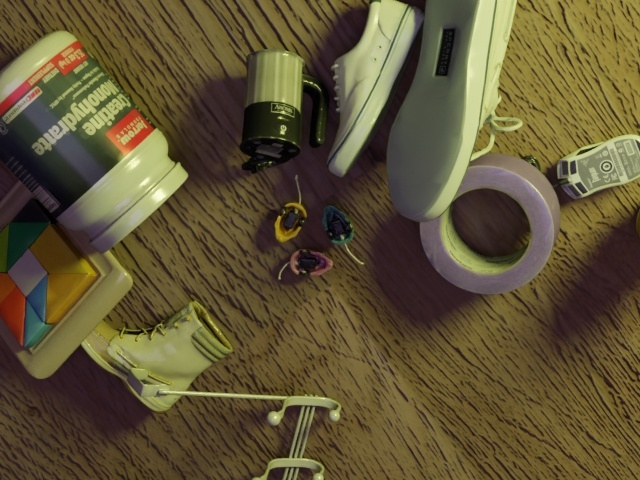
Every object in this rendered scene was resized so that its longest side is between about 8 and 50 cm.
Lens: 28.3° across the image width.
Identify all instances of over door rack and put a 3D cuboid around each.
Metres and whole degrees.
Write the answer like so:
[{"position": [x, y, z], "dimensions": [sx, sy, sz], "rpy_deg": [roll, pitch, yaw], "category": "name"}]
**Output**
[{"position": [-0.145, 0.337, 1.891], "dimensions": [0.324, 0.108, 0.239], "rpy_deg": [10, 107, -16], "category": "over door rack"}]

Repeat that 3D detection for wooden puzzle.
[{"position": [-0.417, 0.049, 1.855], "dimensions": [0.221, 0.044, 0.238], "rpy_deg": [-46, 75, 14], "category": "wooden puzzle"}]

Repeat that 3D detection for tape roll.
[{"position": [0.239, -0.024, 1.787], "dimensions": [0.189, 0.080, 0.188], "rpy_deg": [6, 109, 17], "category": "tape roll"}]

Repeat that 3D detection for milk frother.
[{"position": [-0.072, -0.175, 1.783], "dimensions": [0.143, 0.129, 0.134], "rpy_deg": [-15, 65, 43], "category": "milk frother"}]

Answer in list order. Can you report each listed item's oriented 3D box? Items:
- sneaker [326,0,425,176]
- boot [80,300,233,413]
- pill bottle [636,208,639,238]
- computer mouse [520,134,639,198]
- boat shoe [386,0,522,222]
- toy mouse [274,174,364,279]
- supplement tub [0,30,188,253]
[{"position": [0.057, -0.217, 1.768], "dimensions": [0.091, 0.094, 0.258], "rpy_deg": [26, 98, 7], "category": "sneaker"}, {"position": [-0.254, 0.139, 1.893], "dimensions": [0.165, 0.077, 0.213], "rpy_deg": [-41, 105, 14], "category": "boot"}, {"position": [0.490, -0.015, 1.737], "dimensions": [0.103, 0.184, 0.103], "rpy_deg": [1, 106, 4], "category": "pill bottle"}, {"position": [0.375, -0.095, 1.799], "dimensions": [0.193, 0.042, 0.106], "rpy_deg": [-19, 99, 15], "category": "computer mouse"}, {"position": [0.200, -0.198, 1.723], "dimensions": [0.136, 0.156, 0.367], "rpy_deg": [9, 88, 46], "category": "boat shoe"}, {"position": [0.000, 0.000, 1.857], "dimensions": [0.143, 0.031, 0.161], "rpy_deg": [23, 107, -3], "category": "toy mouse"}, {"position": [-0.335, -0.136, 1.757], "dimensions": [0.191, 0.191, 0.272], "rpy_deg": [-40, 100, 14], "category": "supplement tub"}]
